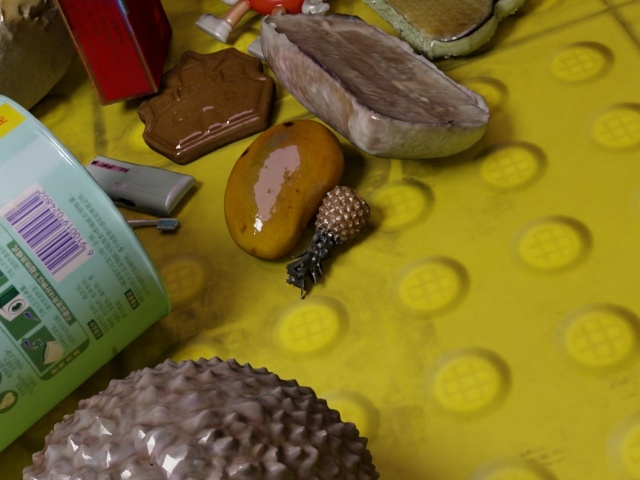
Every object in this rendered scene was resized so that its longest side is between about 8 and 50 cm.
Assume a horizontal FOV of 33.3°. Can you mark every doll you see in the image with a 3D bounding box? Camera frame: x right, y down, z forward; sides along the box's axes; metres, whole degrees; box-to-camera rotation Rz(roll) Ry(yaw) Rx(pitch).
[{"bbox_3d":[-0.052,-0.343,1.464,0.183,0.085,0.217,29,69,34],"label":"doll"}]

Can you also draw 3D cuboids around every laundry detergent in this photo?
[{"bbox_3d":[-0.351,0.060,1.037,0.305,0.287,0.287,-41,47,-19],"label":"laundry detergent"}]

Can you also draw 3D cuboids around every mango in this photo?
[{"bbox_3d":[-0.046,-0.060,1.184,0.115,0.090,0.178,21,66,27],"label":"mango"}]

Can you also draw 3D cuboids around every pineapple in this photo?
[{"bbox_3d":[0.000,0.000,1.132,0.058,0.058,0.124,25,65,37],"label":"pineapple"}]

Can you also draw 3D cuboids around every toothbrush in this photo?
[{"bbox_3d":[-0.260,-0.017,1.273,0.204,0.017,0.022,0,28,20],"label":"toothbrush"}]

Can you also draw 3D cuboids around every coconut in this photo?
[{"bbox_3d":[-0.495,-0.301,1.409,0.346,0.346,0.360,-40,47,-19],"label":"coconut"}]

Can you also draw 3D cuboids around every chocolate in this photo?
[{"bbox_3d":[0.050,-0.170,1.223,0.185,0.100,0.303,0,29,-36],"label":"chocolate"}]

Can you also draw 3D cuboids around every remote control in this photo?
[{"bbox_3d":[-0.229,-0.072,1.304,0.166,0.029,0.065,15,55,32],"label":"remote control"}]

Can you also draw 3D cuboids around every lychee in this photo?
[{"bbox_3d":[-0.096,0.217,0.800,0.300,0.300,0.300,-11,45,11],"label":"lychee"}]

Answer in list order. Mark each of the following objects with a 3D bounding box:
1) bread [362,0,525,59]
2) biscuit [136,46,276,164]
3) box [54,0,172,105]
[{"bbox_3d":[0.171,-0.336,1.388,0.207,0.056,0.286,-28,44,-2],"label":"bread"},{"bbox_3d":[-0.153,-0.190,1.386,0.182,0.034,0.215,-23,43,-2],"label":"biscuit"},{"bbox_3d":[-0.290,-0.359,1.381,0.089,0.313,0.197,-14,34,10],"label":"box"}]
